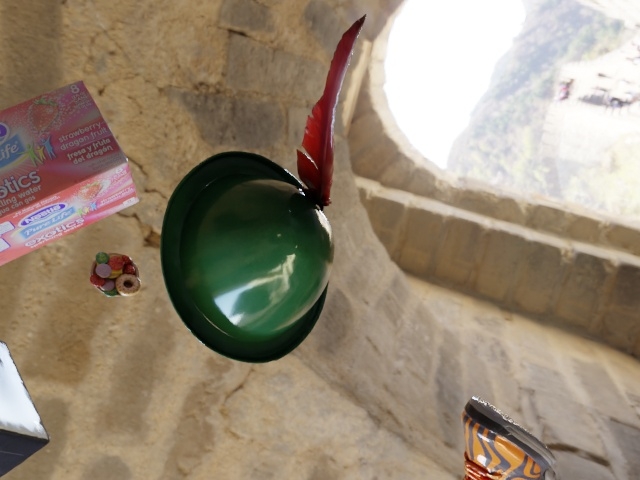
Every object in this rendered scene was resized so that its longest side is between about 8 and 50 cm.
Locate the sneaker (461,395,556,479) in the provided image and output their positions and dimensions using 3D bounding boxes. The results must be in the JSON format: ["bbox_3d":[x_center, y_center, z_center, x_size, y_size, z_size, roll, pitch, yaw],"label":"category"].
[{"bbox_3d":[0.242,0.356,0.900,0.180,0.125,0.321,-47,-46,-10],"label":"sneaker"}]

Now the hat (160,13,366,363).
[{"bbox_3d":[0.000,0.000,0.454,0.208,0.184,0.172,38,-121,-37],"label":"hat"}]

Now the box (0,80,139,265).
[{"bbox_3d":[-0.421,-0.072,0.847,0.300,0.142,0.154,-28,-10,-16],"label":"box"}]

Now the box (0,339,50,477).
[{"bbox_3d":[-0.874,0.373,1.164,0.472,0.297,0.480,-33,-24,-8],"label":"box"}]

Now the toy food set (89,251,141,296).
[{"bbox_3d":[-0.344,0.057,1.047,0.020,0.083,0.083,-44,50,49],"label":"toy food set"}]
